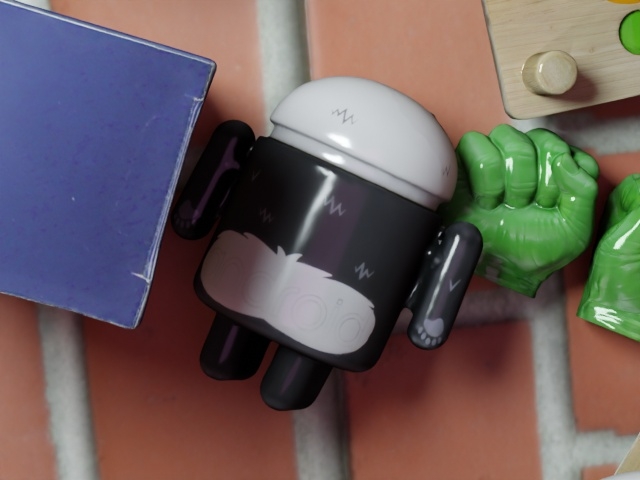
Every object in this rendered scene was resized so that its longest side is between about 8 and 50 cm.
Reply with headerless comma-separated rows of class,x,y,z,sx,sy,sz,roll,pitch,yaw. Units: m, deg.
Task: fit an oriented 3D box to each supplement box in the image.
supplement box,-0.207,-0.069,1.403,0.195,0.356,0.194,16,93,-9

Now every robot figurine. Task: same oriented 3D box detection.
robot figurine,0.002,0.001,1.535,0.209,0.173,0.278,24,91,-26

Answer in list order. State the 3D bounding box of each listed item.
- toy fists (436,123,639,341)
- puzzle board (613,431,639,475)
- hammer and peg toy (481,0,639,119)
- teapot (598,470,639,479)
toy fists,0.232,-0.006,1.602,0.279,0.096,0.142,22,91,-8
puzzle board,0.312,0.223,1.674,0.096,0.011,0.128,31,91,-10
hammer and peg toy,0.304,-0.266,1.574,0.361,0.127,0.266,-14,95,-6
teapot,0.265,0.323,1.592,0.252,0.187,0.256,-16,77,-19
